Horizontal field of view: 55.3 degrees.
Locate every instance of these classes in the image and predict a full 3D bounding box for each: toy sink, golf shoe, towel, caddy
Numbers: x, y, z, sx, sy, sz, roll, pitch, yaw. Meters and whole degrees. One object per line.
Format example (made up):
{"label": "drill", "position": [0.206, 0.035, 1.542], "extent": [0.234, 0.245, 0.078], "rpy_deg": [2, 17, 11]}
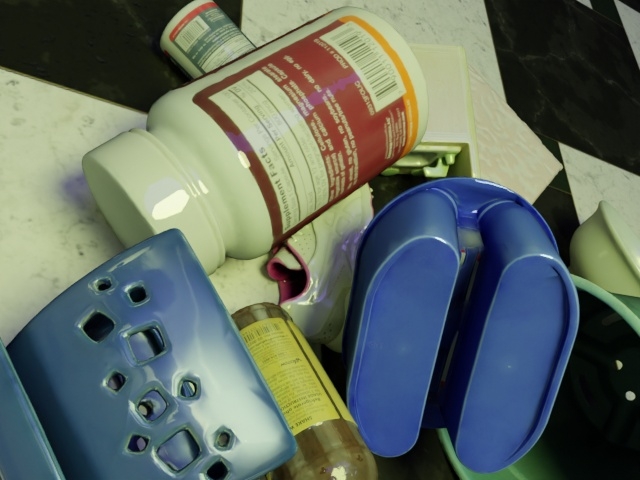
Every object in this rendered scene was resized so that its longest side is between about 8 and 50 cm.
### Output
{"label": "toy sink", "position": [0.161, -0.183, 1.014], "extent": [0.131, 0.153, 0.234], "rpy_deg": [-1, 78, -13]}
{"label": "golf shoe", "position": [0.000, 0.000, 0.862], "extent": [0.140, 0.115, 0.306], "rpy_deg": [15, 56, -22]}
{"label": "towel", "position": [0.310, -0.197, 1.215], "extent": [0.332, 0.053, 0.317], "rpy_deg": [49, 50, 1]}
{"label": "caddy", "position": [0.152, 0.099, 0.719], "extent": [0.241, 0.341, 0.179], "rpy_deg": [10, 21, 1]}

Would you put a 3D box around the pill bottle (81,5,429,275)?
{"label": "pill bottle", "position": [-0.070, -0.116, 0.765], "extent": [0.392, 0.224, 0.224], "rpy_deg": [-35, 86, -25]}

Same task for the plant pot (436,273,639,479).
{"label": "plant pot", "position": [0.393, 0.211, 0.876], "extent": [0.334, 0.341, 0.341], "rpy_deg": [3, 62, -42]}

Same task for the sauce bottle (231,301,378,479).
{"label": "sauce bottle", "position": [-0.014, 0.213, 0.639], "extent": [0.111, 0.111, 0.344], "rpy_deg": [3, 34, -32]}

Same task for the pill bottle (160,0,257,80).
{"label": "pill bottle", "position": [-0.142, -0.261, 0.920], "extent": [0.180, 0.108, 0.108], "rpy_deg": [47, 49, -3]}

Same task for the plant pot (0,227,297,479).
{"label": "plant pot", "position": [-0.193, 0.160, 0.569], "extent": [0.212, 0.236, 0.236], "rpy_deg": [-24, 78, -33]}

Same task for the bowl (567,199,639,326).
{"label": "bowl", "position": [0.551, 0.082, 1.131], "extent": [0.298, 0.134, 0.297], "rpy_deg": [36, 32, -27]}
